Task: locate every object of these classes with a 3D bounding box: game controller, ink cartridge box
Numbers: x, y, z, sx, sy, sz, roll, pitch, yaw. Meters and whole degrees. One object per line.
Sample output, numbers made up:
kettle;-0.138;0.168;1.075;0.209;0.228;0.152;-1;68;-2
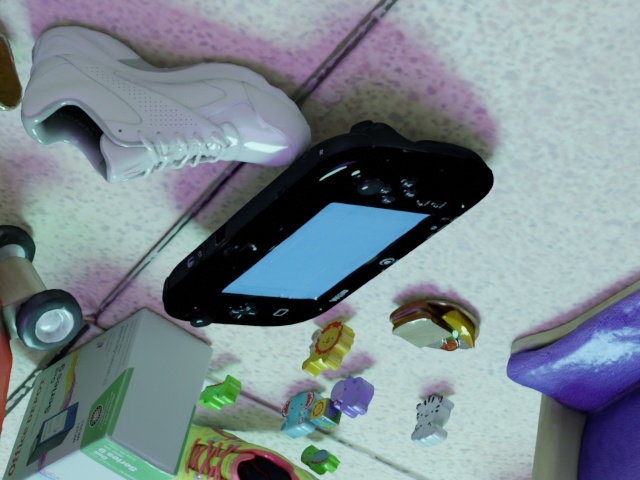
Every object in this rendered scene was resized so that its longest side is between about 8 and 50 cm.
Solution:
game controller;0.000;0.000;1.225;0.166;0.067;0.319;15;147;-30
ink cartridge box;-0.220;0.184;1.481;0.093;0.154;0.212;33;139;-24

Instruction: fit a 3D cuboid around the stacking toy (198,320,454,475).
stacking toy;0.004;0.165;1.478;0.167;0.052;0.221;37;140;-27

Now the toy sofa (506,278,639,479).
toy sofa;0.318;0.129;1.248;0.177;0.150;0.362;28;141;-21

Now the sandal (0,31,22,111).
sandal;-0.265;-0.133;1.141;0.079;0.088;0.240;33;134;-15

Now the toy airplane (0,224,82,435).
toy airplane;-0.391;0.181;1.338;0.272;0.384;0.386;-4;168;-33

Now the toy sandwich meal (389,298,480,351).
toy sandwich meal;0.107;0.084;1.354;0.086;0.029;0.085;9;143;7

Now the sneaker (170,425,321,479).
sneaker;-0.094;0.239;1.545;0.209;0.081;0.094;13;162;16

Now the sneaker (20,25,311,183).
sneaker;-0.125;-0.082;1.139;0.232;0.115;0.090;12;143;1
